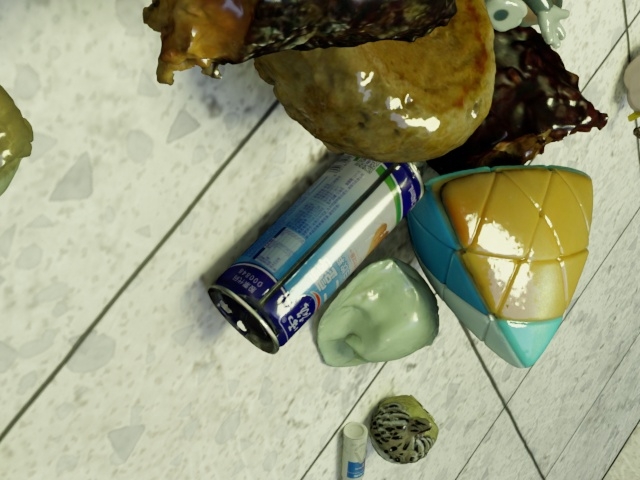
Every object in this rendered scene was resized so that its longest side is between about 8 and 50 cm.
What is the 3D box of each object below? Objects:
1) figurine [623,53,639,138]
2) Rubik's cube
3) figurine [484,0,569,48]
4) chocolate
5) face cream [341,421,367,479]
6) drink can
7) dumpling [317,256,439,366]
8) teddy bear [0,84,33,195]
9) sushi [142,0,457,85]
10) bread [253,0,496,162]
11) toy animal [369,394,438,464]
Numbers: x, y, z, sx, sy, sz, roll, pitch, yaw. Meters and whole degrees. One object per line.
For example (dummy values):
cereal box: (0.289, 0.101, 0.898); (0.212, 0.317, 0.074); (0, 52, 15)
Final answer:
figurine: (0.552, -0.273, 1.399); (0.112, 0.137, 0.229); (43, 72, -23)
Rubik's cube: (0.211, -0.013, 1.065); (0.254, 0.254, 0.254); (-31, 136, -36)
figurine: (0.192, -0.285, 0.907); (0.265, 0.140, 0.193); (-25, 110, -25)
chocolate: (0.242, -0.142, 1.036); (0.224, 0.177, 0.206); (-32, 136, -34)
face cream: (0.045, 0.310, 1.230); (0.034, 0.034, 0.130); (-29, 135, -38)
drink can: (0.000, 0.000, 0.896); (0.235, 0.097, 0.097); (-47, 143, -22)
dumpling: (0.080, 0.103, 1.062); (0.153, 0.108, 0.219); (-52, 143, -13)
teddy bear: (-0.279, -0.078, 0.429); (0.256, 0.156, 0.267); (-41, 171, -33)
sushi: (-0.016, -0.278, 0.513); (0.207, 0.234, 0.349); (-12, 101, -27)
bread: (0.042, -0.171, 0.755); (0.230, 0.123, 0.230); (10, 71, -30)
toy animal: (0.115, 0.267, 1.221); (0.098, 0.098, 0.137); (-59, -179, -3)
